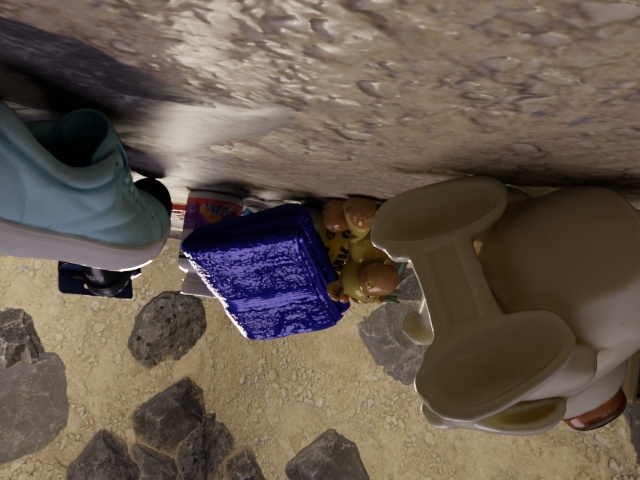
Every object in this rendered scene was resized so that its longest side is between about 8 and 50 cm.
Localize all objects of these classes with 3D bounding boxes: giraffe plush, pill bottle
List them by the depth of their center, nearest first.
[{"bbox_3d":[0.081,0.026,1.076,0.181,0.171,0.210,8,175,-11],"label":"giraffe plush"},{"bbox_3d":[-0.212,0.009,1.198,0.108,0.194,0.108,7,176,1],"label":"pill bottle"},{"bbox_3d":[0.000,0.000,1.202,0.208,0.119,0.119,10,174,-34],"label":"pill bottle"}]

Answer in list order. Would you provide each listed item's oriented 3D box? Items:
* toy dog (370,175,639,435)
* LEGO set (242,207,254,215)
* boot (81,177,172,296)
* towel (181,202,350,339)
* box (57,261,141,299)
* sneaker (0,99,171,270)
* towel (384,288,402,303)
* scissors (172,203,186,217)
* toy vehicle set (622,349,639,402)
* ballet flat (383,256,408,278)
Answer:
[{"bbox_3d":[0.287,0.098,0.829,0.395,0.285,0.408,-29,144,6],"label":"toy dog"},{"bbox_3d":[-0.122,0.004,1.282,0.093,0.087,0.227,46,175,-27],"label":"LEGO set"},{"bbox_3d":[-0.310,-0.062,0.972,0.094,0.247,0.207,14,141,6],"label":"boot"},{"bbox_3d":[-0.085,0.074,1.115,0.227,0.076,0.308,-15,139,7],"label":"towel"},{"bbox_3d":[-0.377,-0.015,1.069,0.036,0.225,0.136,-28,153,37],"label":"box"},{"bbox_3d":[-0.249,-0.061,0.699,0.135,0.150,0.366,41,-172,11],"label":"sneaker"},{"bbox_3d":[0.012,0.045,1.400,0.324,0.038,0.248,34,-170,26],"label":"towel"},{"bbox_3d":[-0.354,-0.069,1.577,0.109,0.021,0.297,7,177,-28],"label":"scissors"},{"bbox_3d":[0.566,0.138,1.062,0.166,0.267,0.035,10,176,-36],"label":"toy vehicle set"},{"bbox_3d":[0.118,0.056,1.655,0.116,0.124,0.342,11,174,-31],"label":"ballet flat"}]
